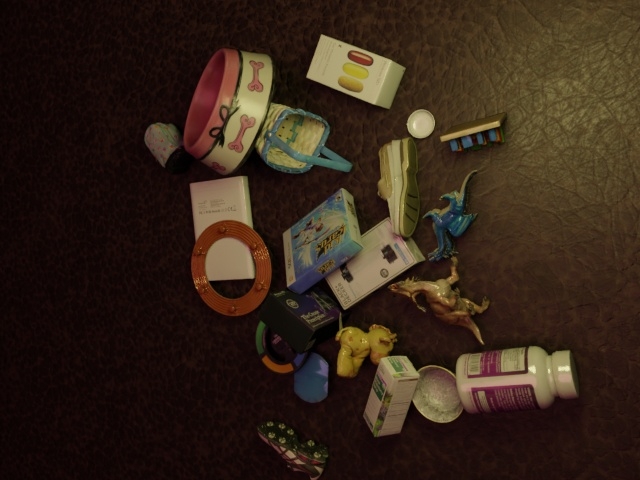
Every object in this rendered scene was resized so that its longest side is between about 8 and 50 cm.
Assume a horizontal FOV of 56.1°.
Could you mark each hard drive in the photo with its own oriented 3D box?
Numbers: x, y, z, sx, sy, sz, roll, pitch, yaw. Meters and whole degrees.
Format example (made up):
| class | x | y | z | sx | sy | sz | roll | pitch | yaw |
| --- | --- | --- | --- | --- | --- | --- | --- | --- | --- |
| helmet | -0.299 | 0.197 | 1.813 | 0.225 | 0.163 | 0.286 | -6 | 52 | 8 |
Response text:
| class | x | y | z | sx | sy | sz | roll | pitch | yaw |
| --- | --- | --- | --- | --- | --- | --- | --- | --- | --- |
| hard drive | -0.343 | -0.038 | 2.124 | 0.232 | 0.047 | 0.353 | -5 | 92 | 27 |

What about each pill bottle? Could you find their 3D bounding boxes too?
| class | x | y | z | sx | sy | sz | roll | pitch | yaw |
| --- | --- | --- | --- | --- | --- | --- | --- | --- | --- |
| pill bottle | 0.540 | 0.381 | 1.649 | 0.301 | 0.169 | 0.169 | -12 | 89 | 27 |

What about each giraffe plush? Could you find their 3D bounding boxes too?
| class | x | y | z | sx | sy | sz | roll | pitch | yaw |
| --- | --- | --- | --- | --- | --- | --- | --- | --- | --- |
| giraffe plush | 0.148 | 0.324 | 1.849 | 0.170 | 0.181 | 0.210 | 0 | 112 | 15 |

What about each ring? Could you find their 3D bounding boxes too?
| class | x | y | z | sx | sy | sz | roll | pitch | yaw |
| --- | --- | --- | --- | --- | --- | --- | --- | --- | --- |
| ring | -0.318 | 0.097 | 2.080 | 0.336 | 0.032 | 0.337 | 2 | 96 | 25 |

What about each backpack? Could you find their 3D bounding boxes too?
| class | x | y | z | sx | sy | sz | roll | pitch | yaw |
| --- | --- | --- | --- | --- | --- | --- | --- | --- | --- |
| backpack | -0.544 | -0.345 | 2.160 | 0.152 | 0.115 | 0.182 | -45 | 72 | 25 |

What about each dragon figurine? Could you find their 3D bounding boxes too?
| class | x | y | z | sx | sy | sz | roll | pitch | yaw |
| --- | --- | --- | --- | --- | --- | --- | --- | --- | --- |
| dragon figurine | 0.394 | -0.064 | 1.726 | 0.144 | 0.085 | 0.289 | 47 | 117 | 13 |

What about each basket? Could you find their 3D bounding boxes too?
| class | x | y | z | sx | sy | sz | roll | pitch | yaw |
| --- | --- | --- | --- | --- | --- | --- | --- | --- | --- |
| basket | -0.065 | -0.298 | 1.853 | 0.289 | 0.254 | 0.201 | 36 | 109 | 39 |

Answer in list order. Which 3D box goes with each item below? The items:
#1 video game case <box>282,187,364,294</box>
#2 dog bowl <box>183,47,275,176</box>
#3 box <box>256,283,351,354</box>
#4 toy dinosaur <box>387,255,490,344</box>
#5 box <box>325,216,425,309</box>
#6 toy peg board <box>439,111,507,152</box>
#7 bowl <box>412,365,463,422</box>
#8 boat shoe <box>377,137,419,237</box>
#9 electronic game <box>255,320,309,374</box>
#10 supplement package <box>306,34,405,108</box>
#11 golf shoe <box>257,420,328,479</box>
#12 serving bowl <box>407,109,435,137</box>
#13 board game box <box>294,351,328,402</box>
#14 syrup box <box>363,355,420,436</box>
| class | x | y | z | sx | sy | sz | roll | pitch | yaw |
| --- | --- | --- | --- | --- | --- | --- | --- | --- | --- |
| video game case | 0.000 | 0.000 | 1.868 | 0.269 | 0.061 | 0.244 | -37 | 38 | 25 |
| dog bowl | -0.300 | -0.416 | 1.886 | 0.408 | 0.150 | 0.408 | -39 | 42 | 48 |
| box | -0.046 | 0.232 | 1.877 | 0.184 | 0.261 | 0.103 | 35 | 110 | 19 |
| toy dinosaur | 0.357 | 0.185 | 1.754 | 0.296 | 0.127 | 0.200 | 48 | 131 | -5 |
| box | 0.156 | 0.072 | 1.859 | 0.290 | 0.087 | 0.169 | -35 | 79 | 25 |
| toy peg board | 0.432 | -0.284 | 1.657 | 0.161 | 0.160 | 0.079 | -12 | 105 | 27 |
| bowl | 0.362 | 0.447 | 1.789 | 0.170 | 0.080 | 0.170 | 4 | 98 | 34 |
| boat shoe | 0.227 | -0.151 | 1.779 | 0.103 | 0.113 | 0.303 | -6 | 72 | 31 |
| electronic game | -0.130 | 0.338 | 2.032 | 0.229 | 0.048 | 0.229 | -2 | 86 | 34 |
| supplement package | 0.108 | -0.505 | 1.806 | 0.244 | 0.134 | 0.139 | 27 | 106 | 22 |
| golf shoe | -0.108 | 0.716 | 2.044 | 0.272 | 0.105 | 0.120 | 22 | 111 | 24 |
| serving bowl | 0.301 | -0.345 | 1.782 | 0.083 | 0.027 | 0.083 | 3 | 96 | 26 |
| board game box | -0.024 | 0.455 | 2.010 | 0.133 | 0.033 | 0.169 | 3 | 92 | 31 |
| syrup box | 0.212 | 0.471 | 1.816 | 0.093 | 0.096 | 0.237 | -125 | 41 | -53 |
